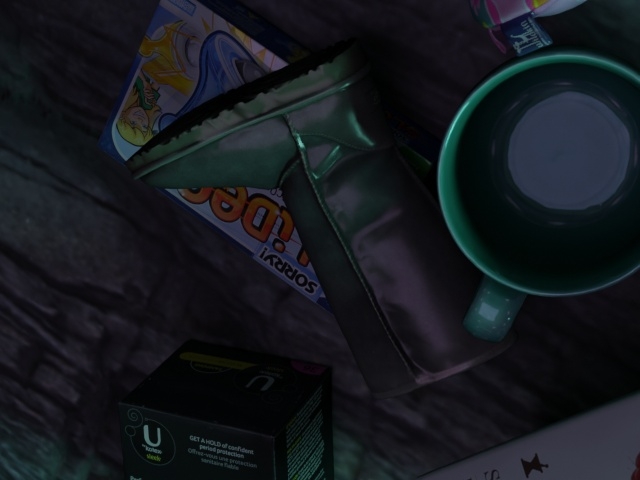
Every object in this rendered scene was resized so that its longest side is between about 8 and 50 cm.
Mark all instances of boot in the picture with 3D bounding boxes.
[{"bbox_3d":[-0.002,0.001,0.753,0.189,0.076,0.209,-17,111,31],"label":"boot"}]

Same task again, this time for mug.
[{"bbox_3d":[0.123,-0.036,0.681,0.157,0.097,0.129,-32,94,17],"label":"mug"}]

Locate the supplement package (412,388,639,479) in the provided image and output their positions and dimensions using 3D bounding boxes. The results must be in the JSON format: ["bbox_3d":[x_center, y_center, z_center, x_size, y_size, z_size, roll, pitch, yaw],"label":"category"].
[{"bbox_3d":[0.232,0.153,0.652,0.293,0.175,0.178,-29,72,32],"label":"supplement package"}]

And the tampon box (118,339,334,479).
[{"bbox_3d":[-0.062,0.171,0.876,0.120,0.101,0.161,9,115,21],"label":"tampon box"}]

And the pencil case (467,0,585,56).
[{"bbox_3d":[0.061,-0.238,0.621,0.124,0.124,0.284,-29,99,33],"label":"pencil case"}]

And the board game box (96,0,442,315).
[{"bbox_3d":[-0.036,-0.061,0.796,0.201,0.035,0.136,35,123,7],"label":"board game box"}]
